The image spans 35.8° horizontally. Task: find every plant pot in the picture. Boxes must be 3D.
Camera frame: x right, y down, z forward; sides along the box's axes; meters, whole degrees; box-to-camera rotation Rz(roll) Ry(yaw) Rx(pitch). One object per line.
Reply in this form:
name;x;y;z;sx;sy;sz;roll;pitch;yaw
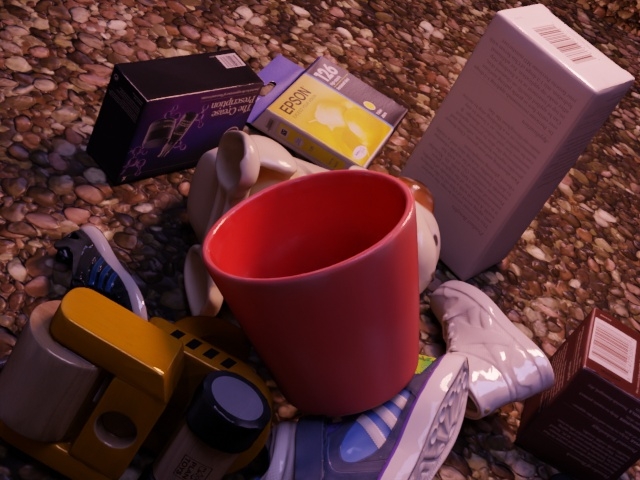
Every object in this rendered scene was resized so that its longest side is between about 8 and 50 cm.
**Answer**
plant pot;0.010;0.075;1.292;0.274;0.243;0.275;-12;30;7

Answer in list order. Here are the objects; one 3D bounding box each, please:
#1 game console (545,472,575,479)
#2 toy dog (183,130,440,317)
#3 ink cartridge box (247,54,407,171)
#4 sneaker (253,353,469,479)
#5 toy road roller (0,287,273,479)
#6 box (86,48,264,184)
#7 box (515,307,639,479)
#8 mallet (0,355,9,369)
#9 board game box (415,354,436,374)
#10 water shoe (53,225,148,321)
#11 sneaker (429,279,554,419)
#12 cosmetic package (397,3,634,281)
game console;0.408;0.504;1.350;0.386;0.060;0.342;37;37;26
toy dog;0.000;0.000;1.583;0.407;0.285;0.395;12;7;-20
ink cartridge box;-0.002;-0.270;2.015;0.307;0.072;0.304;33;38;1
sneaker;0.044;0.250;1.331;0.236;0.130;0.323;12;45;26
toy road roller;-0.217;0.182;1.256;0.329;0.202;0.241;30;25;-8
box;-0.246;-0.214;1.693;0.261;0.184;0.103;-19;61;-45
box;0.446;0.256;1.590;0.167;0.203;0.168;31;37;1
mallet;-0.354;0.158;1.323;0.189;0.039;0.062;-16;59;-38
board game box;0.091;0.208;1.505;0.181;0.092;0.043;14;39;-19
water shoe;-0.318;0.068;1.434;0.080;0.073;0.203;-25;56;-23
sneaker;0.222;0.174;1.615;0.169;0.108;0.292;-22;34;-19
cosmetic package;0.327;-0.171;1.795;0.230;0.453;0.161;46;40;20
